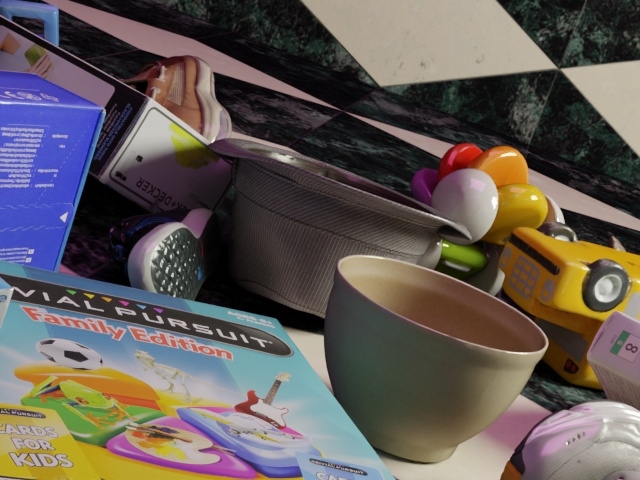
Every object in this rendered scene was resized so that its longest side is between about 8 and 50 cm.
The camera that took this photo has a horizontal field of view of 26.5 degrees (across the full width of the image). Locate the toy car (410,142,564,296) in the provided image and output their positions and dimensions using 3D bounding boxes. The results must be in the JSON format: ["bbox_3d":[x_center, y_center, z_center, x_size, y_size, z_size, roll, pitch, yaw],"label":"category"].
[{"bbox_3d":[0.141,-0.026,1.370,0.159,0.182,0.136,16,45,-43],"label":"toy car"}]

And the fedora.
[{"bbox_3d":[0.000,0.000,1.205,0.244,0.124,0.275,18,6,-18],"label":"fedora"}]

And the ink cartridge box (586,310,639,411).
[{"bbox_3d":[0.335,0.154,1.094,0.225,0.056,0.181,26,-13,30],"label":"ink cartridge box"}]

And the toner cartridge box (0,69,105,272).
[{"bbox_3d":[-0.287,-0.024,0.821,0.075,0.165,0.348,27,15,26],"label":"toner cartridge box"}]

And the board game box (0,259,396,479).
[{"bbox_3d":[-0.098,0.116,0.728,0.254,0.079,0.336,14,16,-25],"label":"board game box"}]

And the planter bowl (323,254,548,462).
[{"bbox_3d":[0.069,0.092,0.988,0.162,0.109,0.162,20,14,-5],"label":"planter bowl"}]

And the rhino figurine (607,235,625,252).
[{"bbox_3d":[0.299,0.049,1.499,0.073,0.106,0.243,53,15,0],"label":"rhino figurine"}]

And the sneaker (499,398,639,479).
[{"bbox_3d":[0.245,0.186,0.917,0.262,0.099,0.121,12,20,-25],"label":"sneaker"}]

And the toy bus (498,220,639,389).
[{"bbox_3d":[0.325,0.082,1.336,0.333,0.130,0.108,13,17,-27],"label":"toy bus"}]

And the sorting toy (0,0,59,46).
[{"bbox_3d":[-0.445,-0.226,1.390,0.348,0.196,0.047,15,54,-18],"label":"sorting toy"}]

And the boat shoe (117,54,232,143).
[{"bbox_3d":[-0.186,-0.148,1.527,0.116,0.123,0.324,13,14,-19],"label":"boat shoe"}]

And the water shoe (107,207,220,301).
[{"bbox_3d":[-0.139,0.017,1.108,0.080,0.073,0.203,0,7,9],"label":"water shoe"}]

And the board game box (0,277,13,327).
[{"bbox_3d":[-0.249,0.014,0.686,0.103,0.026,0.154,35,23,34],"label":"board game box"}]

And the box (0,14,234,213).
[{"bbox_3d":[-0.232,-0.119,1.312,0.290,0.087,0.169,31,-3,35],"label":"box"}]
